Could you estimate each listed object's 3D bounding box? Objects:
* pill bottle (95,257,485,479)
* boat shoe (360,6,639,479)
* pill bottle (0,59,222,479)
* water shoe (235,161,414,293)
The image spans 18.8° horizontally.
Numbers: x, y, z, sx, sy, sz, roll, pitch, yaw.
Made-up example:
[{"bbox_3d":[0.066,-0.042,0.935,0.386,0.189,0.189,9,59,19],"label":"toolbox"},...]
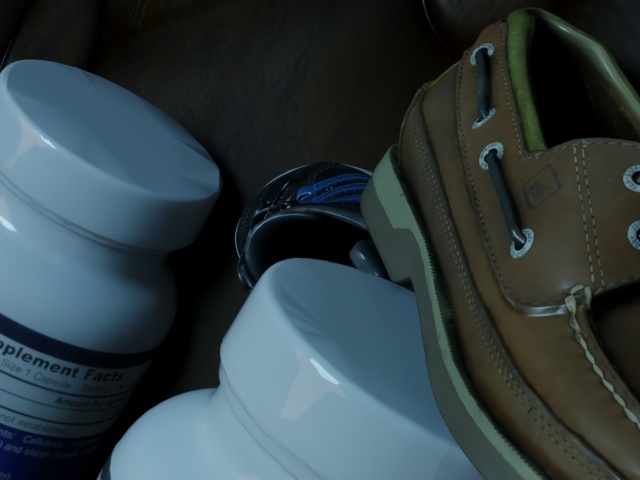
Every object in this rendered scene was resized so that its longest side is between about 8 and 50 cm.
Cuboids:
[{"bbox_3d":[-0.028,0.156,0.705,0.278,0.162,0.162,-60,32,16],"label":"pill bottle"},{"bbox_3d":[0.096,0.013,0.636,0.104,0.111,0.307,-60,32,18],"label":"boat shoe"},{"bbox_3d":[-0.167,0.049,1.000,0.264,0.153,0.153,-58,32,18],"label":"pill bottle"},{"bbox_3d":[0.000,0.000,0.829,0.203,0.080,0.073,24,93,60],"label":"water shoe"}]
